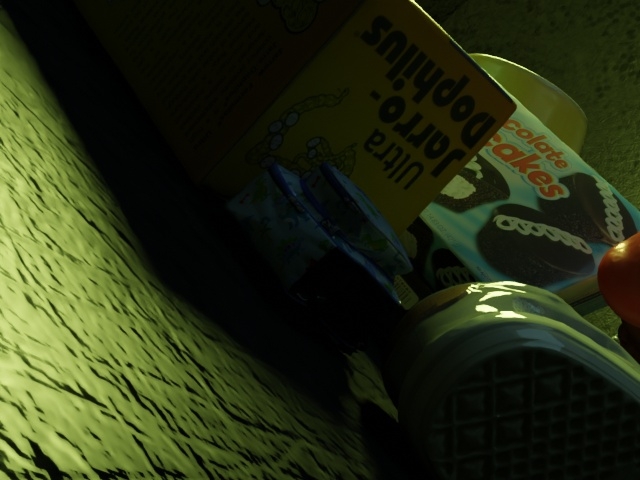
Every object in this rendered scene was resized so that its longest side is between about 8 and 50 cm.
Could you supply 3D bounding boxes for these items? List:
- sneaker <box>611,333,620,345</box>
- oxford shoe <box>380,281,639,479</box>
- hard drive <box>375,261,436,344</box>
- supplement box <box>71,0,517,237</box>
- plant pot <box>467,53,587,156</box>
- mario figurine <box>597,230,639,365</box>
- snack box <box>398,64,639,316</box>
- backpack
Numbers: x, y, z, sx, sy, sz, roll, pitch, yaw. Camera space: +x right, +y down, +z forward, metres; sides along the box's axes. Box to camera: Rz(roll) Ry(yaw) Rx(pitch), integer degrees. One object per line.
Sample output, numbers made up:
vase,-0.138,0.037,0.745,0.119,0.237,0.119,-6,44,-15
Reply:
sneaker,0.420,0.130,1.036,0.137,0.366,0.210,-1,59,-60
oxford shoe,0.205,0.163,0.761,0.449,0.169,0.130,38,8,-30
hard drive,0.154,0.132,1.057,0.237,0.064,0.339,51,8,33
supplement box,-0.043,-0.171,0.927,0.194,0.195,0.356,32,15,-45
plant pot,0.165,-0.059,1.211,0.254,0.239,0.254,29,-7,4
mario figurine,0.312,0.116,0.890,0.198,0.170,0.320,37,-42,40
snack box,0.136,-0.054,1.002,0.322,0.187,0.060,50,-34,35
backpack,0.000,0.000,0.727,0.114,0.084,0.105,47,3,33
